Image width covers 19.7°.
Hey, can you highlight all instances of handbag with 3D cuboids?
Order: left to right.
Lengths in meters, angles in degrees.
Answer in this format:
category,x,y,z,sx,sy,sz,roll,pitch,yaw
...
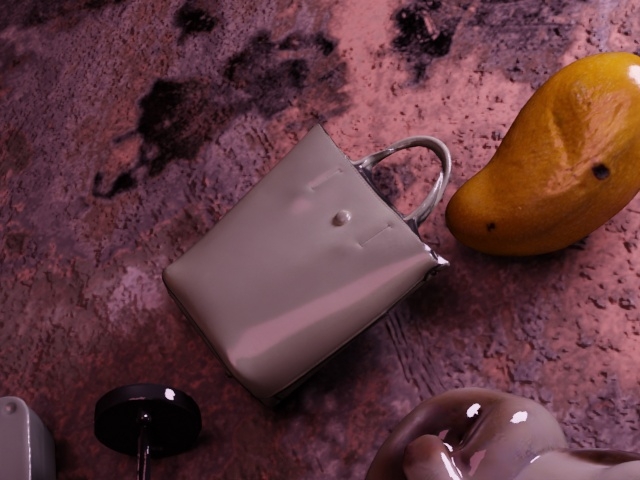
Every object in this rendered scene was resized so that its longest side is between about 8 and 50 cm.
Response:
category,x,y,z,sx,sy,sz,roll,pitch,yaw
handbag,0.000,0.000,1.866,0.315,0.109,0.241,-43,53,5

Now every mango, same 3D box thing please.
category,x,y,z,sx,sy,sz,roll,pitch,yaw
mango,0.244,-0.077,1.840,0.262,0.109,0.157,-43,56,14

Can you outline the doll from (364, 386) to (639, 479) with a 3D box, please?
category,x,y,z,sx,sy,sz,roll,pitch,yaw
doll,0.189,0.255,1.580,0.370,0.226,0.215,28,77,34

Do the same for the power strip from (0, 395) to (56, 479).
category,x,y,z,sx,sy,sz,roll,pitch,yaw
power strip,-0.408,0.285,1.874,0.261,0.141,0.229,-15,54,10

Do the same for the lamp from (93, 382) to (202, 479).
category,x,y,z,sx,sy,sz,roll,pitch,yaw
lamp,-0.177,0.332,1.805,0.130,0.108,0.371,-4,73,6
